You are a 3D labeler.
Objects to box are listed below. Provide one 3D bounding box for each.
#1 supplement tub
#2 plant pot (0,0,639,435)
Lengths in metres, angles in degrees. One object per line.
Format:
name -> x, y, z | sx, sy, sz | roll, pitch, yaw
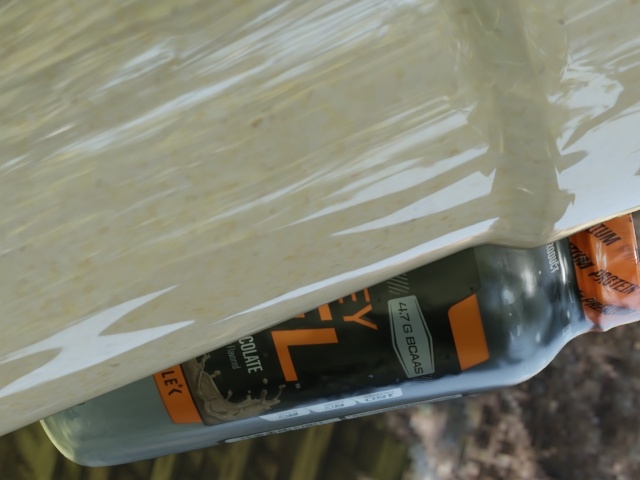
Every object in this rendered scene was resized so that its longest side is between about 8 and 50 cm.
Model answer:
supplement tub -> 0.000, 0.000, 0.993 | 0.207, 0.338, 0.207 | -13, 90, -85
plant pot -> -0.092, -0.078, 0.493 | 0.305, 0.334, 0.334 | -30, -164, -5
